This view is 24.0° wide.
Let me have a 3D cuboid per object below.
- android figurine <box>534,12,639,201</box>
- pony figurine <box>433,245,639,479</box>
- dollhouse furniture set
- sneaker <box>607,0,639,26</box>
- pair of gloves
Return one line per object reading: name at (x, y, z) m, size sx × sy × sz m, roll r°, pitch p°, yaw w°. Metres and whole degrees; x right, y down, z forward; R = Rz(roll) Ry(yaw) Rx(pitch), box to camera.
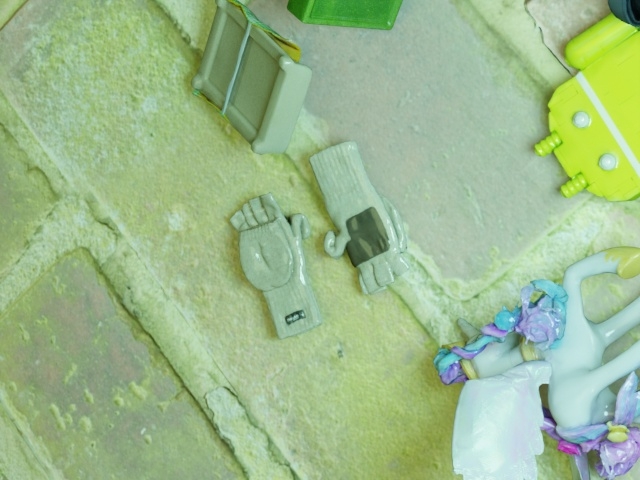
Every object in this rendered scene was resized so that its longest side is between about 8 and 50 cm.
android figurine at (0.390, -0.155, 1.829) m, size 0.273 × 0.056 × 0.248 m, roll -33°, pitch 78°, yaw 21°
pony figurine at (0.304, 0.185, 1.791) m, size 0.363 × 0.303 × 0.351 m, roll -27°, pitch 48°, yaw 27°
dollhouse furniture set at (-0.032, -0.283, 2.023) m, size 0.197 × 0.151 × 0.301 m, roll 48°, pitch 130°, yaw 38°
sneaker at (0.392, -0.291, 1.736) m, size 0.127 × 0.126 × 0.321 m, roll -28°, pitch 49°, yaw 7°
pair of gloves at (0.000, 0.000, 2.029) m, size 0.240 × 0.042 × 0.204 m, roll -31°, pitch 82°, yaw 25°
